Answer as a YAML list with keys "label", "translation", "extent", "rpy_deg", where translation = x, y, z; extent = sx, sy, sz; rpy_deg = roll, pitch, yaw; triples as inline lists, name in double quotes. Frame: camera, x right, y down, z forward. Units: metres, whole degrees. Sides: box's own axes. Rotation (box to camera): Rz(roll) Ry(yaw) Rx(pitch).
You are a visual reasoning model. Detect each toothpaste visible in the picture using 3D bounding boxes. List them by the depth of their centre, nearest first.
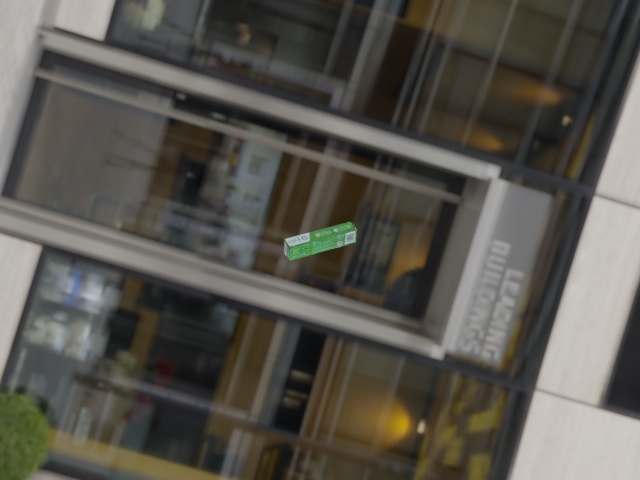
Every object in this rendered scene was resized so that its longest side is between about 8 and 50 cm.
- label: "toothpaste"
  translation: [0.000, 0.000, 1.457]
  extent: [0.017, 0.083, 0.020]
  rpy_deg: [-125, -152, -43]
